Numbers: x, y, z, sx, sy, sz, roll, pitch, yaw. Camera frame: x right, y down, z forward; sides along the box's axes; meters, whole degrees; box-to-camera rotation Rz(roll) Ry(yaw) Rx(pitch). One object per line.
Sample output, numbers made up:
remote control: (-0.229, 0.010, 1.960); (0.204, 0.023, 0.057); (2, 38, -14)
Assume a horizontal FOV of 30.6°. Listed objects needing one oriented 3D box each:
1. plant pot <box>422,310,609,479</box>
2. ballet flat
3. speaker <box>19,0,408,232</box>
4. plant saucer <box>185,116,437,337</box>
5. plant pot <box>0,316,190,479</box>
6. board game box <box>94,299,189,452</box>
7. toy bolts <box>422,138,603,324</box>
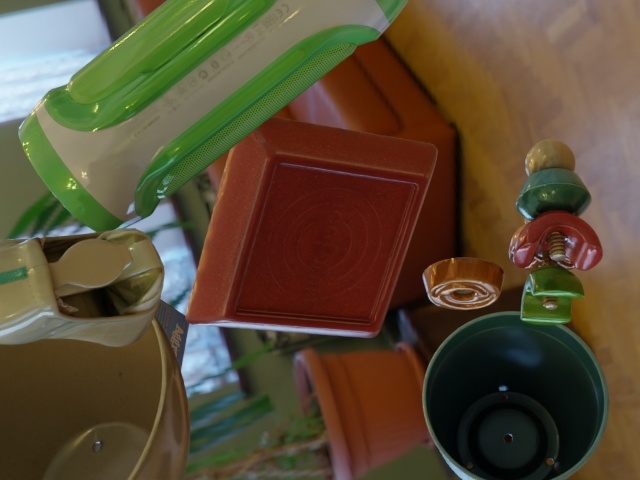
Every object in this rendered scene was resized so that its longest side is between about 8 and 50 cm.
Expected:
plant pot: (0.299, 0.284, 1.825); (0.255, 0.271, 0.272); (75, 176, -64)
ballet flat: (-0.150, 0.027, 0.787); (0.248, 0.086, 0.086); (-6, -99, -74)
speaker: (-0.081, -0.135, 0.891); (0.131, 0.296, 0.131); (52, -174, -8)
plant saucer: (0.000, 0.000, 1.336); (0.048, 0.259, 0.258); (46, 124, 55)
plant pot: (-0.229, 0.188, 1.027); (0.191, 0.284, 0.284); (62, -176, -52)
board game box: (-0.238, 0.192, 1.460); (0.145, 0.027, 0.281); (40, -135, -41)
toy bolts: (0.243, -0.019, 1.434); (0.228, 0.218, 0.159); (105, 169, -61)
